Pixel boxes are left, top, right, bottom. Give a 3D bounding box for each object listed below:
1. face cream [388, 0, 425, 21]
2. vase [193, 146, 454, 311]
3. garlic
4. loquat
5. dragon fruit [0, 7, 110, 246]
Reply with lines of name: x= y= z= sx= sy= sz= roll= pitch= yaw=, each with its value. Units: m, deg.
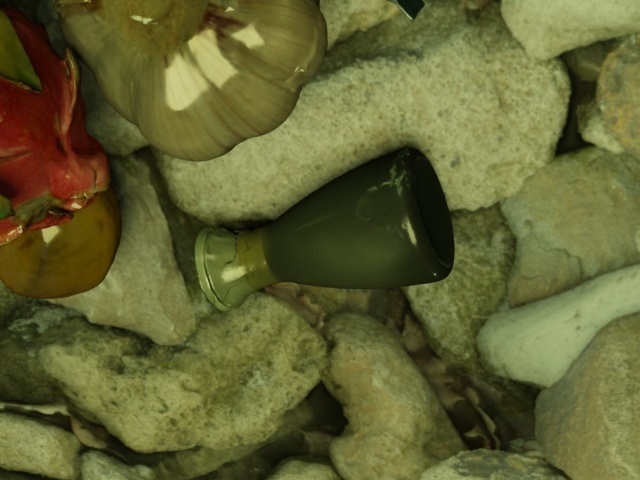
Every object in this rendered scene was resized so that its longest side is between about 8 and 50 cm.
face cream: x=-0.018 y=-0.398 z=1.138 sx=0.086 sy=0.135 sz=0.385 roll=-41 pitch=98 yaw=21
vase: x=0.000 y=0.000 z=1.331 sx=0.321 sy=0.173 sz=0.173 roll=-14 pitch=115 yaw=22
garlic: x=-0.137 y=-0.254 z=1.162 sx=0.321 sy=0.241 sz=0.322 roll=11 pitch=118 yaw=21
loquat: x=-0.359 y=-0.019 z=1.353 sx=0.187 sy=0.176 sz=0.234 roll=52 pitch=131 yaw=30
dragon fruit: x=-0.379 y=-0.097 z=1.129 sx=0.305 sy=0.305 sz=0.226 roll=-31 pitch=92 yaw=21
